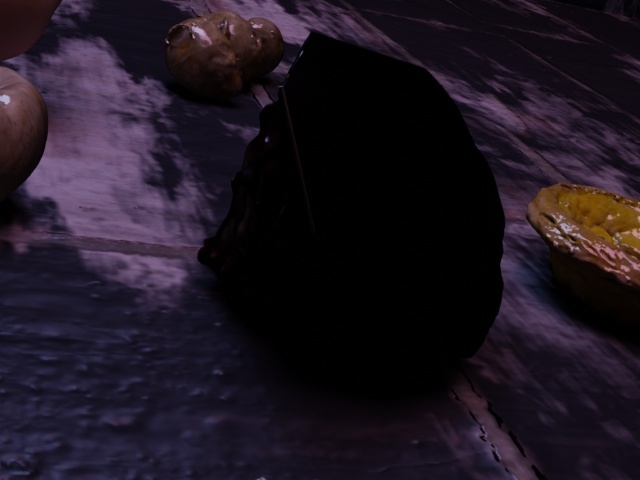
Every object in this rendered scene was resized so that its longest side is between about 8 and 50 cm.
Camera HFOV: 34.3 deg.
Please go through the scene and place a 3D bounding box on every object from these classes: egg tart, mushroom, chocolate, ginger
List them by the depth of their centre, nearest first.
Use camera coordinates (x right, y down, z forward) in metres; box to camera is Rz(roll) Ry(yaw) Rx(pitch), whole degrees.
[{"bbox_3d":[-0.272,-0.087,0.712,0.166,0.127,0.166,7,20,-2],"label":"mushroom"},{"bbox_3d":[0.000,0.000,0.712,0.177,0.206,0.224,-24,-18,38],"label":"chocolate"},{"bbox_3d":[0.259,0.020,0.862,0.191,0.074,0.191,14,22,-6],"label":"egg tart"},{"bbox_3d":[-0.106,-0.214,1.188,0.104,0.080,0.204,50,26,-1],"label":"ginger"}]

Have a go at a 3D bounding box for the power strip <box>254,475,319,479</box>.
[{"bbox_3d":[0.013,0.148,0.467,0.051,0.019,0.136,-9,32,-43],"label":"power strip"}]

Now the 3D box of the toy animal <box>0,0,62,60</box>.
[{"bbox_3d":[-0.321,-0.215,0.870,0.195,0.213,0.256,20,22,22],"label":"toy animal"}]
